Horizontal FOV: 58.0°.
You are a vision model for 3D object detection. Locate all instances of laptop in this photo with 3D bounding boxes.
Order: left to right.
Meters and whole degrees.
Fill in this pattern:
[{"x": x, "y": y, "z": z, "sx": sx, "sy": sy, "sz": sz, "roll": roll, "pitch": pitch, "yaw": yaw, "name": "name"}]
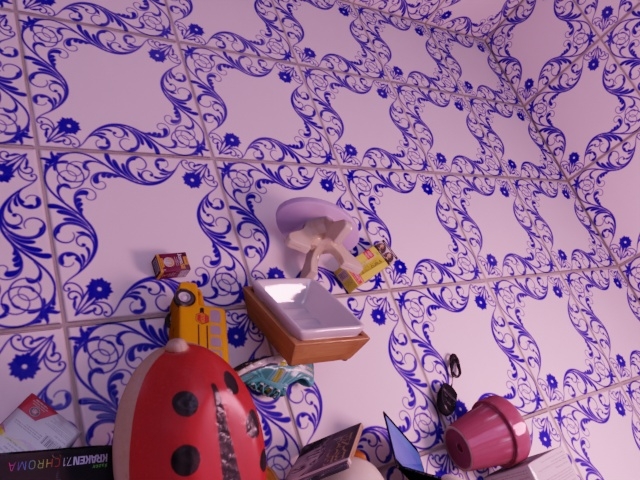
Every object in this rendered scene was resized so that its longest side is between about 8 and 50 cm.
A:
[{"x": 0.290, "y": 0.565, "z": 1.440, "sx": 0.234, "sy": 0.264, "sz": 0.136, "roll": 53, "pitch": 52, "yaw": -35, "name": "laptop"}]

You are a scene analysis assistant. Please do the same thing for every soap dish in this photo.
[{"x": -0.047, "y": 0.208, "z": 1.506, "sx": 0.229, "sy": 0.118, "sz": 0.291, "roll": 1, "pitch": 23, "yaw": -36, "name": "soap dish"}]

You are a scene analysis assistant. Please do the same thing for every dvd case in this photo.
[{"x": 0.009, "y": 0.493, "z": 1.323, "sx": 0.018, "sy": 0.165, "sz": 0.221, "roll": 64, "pitch": 12, "yaw": 1, "name": "dvd case"}]

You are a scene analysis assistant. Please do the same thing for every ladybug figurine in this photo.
[{"x": -0.223, "y": 0.404, "z": 1.085, "sx": 0.305, "sy": 0.162, "sz": 0.449, "roll": -19, "pitch": 100, "yaw": -46, "name": "ladybug figurine"}]

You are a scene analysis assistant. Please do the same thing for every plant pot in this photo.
[{"x": 0.463, "y": 0.566, "z": 1.653, "sx": 0.180, "sy": 0.201, "sz": 0.201, "roll": -13, "pitch": 67, "yaw": -23, "name": "plant pot"}]

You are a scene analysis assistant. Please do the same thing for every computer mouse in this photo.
[{"x": 0.396, "y": 0.446, "z": 1.793, "sx": 0.071, "sy": 0.041, "sz": 0.242, "roll": 46, "pitch": 37, "yaw": -11, "name": "computer mouse"}]

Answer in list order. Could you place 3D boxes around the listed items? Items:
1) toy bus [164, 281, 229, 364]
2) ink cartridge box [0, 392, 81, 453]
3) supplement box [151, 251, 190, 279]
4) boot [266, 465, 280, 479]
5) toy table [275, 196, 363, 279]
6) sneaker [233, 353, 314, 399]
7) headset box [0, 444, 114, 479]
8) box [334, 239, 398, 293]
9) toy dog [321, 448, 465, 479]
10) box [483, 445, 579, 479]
[{"x": -0.288, "y": 0.257, "z": 1.342, "sx": 0.130, "sy": 0.108, "sz": 0.332, "roll": 10, "pitch": 42, "yaw": -23, "name": "toy bus"}, {"x": -0.572, "y": 0.404, "z": 1.099, "sx": 0.127, "sy": 0.072, "sz": 0.175, "roll": 42, "pitch": 45, "yaw": -5, "name": "ink cartridge box"}, {"x": -0.387, "y": 0.065, "z": 1.496, "sx": 0.083, "sy": 0.043, "sz": 0.055, "roll": -5, "pitch": 62, "yaw": -39, "name": "supplement box"}, {"x": -0.210, "y": 0.544, "z": 1.251, "sx": 0.211, "sy": 0.104, "sz": 0.295, "roll": -25, "pitch": 71, "yaw": -38, "name": "boot"}, {"x": 0.000, "y": 0.000, "z": 1.703, "sx": 0.274, "sy": 0.252, "sz": 0.160, "roll": 12, "pitch": 36, "yaw": -18, "name": "toy table"}, {"x": -0.126, "y": 0.344, "z": 1.447, "sx": 0.275, "sy": 0.107, "sz": 0.109, "roll": -4, "pitch": 75, "yaw": -35, "name": "sneaker"}, {"x": -0.480, "y": 0.504, "z": 0.979, "sx": 0.246, "sy": 0.131, "sz": 0.282, "roll": 16, "pitch": 65, "yaw": -46, "name": "headset box"}, {"x": 0.149, "y": 0.080, "z": 1.857, "sx": 0.232, "sy": 0.058, "sz": 0.087, "roll": -28, "pitch": 79, "yaw": -44, "name": "box"}, {"x": 0.152, "y": 0.630, "z": 1.255, "sx": 0.408, "sy": 0.395, "sz": 0.284, "roll": 15, "pitch": 43, "yaw": 23, "name": "toy dog"}, {"x": 0.607, "y": 0.693, "z": 1.657, "sx": 0.182, "sy": 0.181, "sz": 0.119, "roll": -5, "pitch": 63, "yaw": -38, "name": "box"}]
